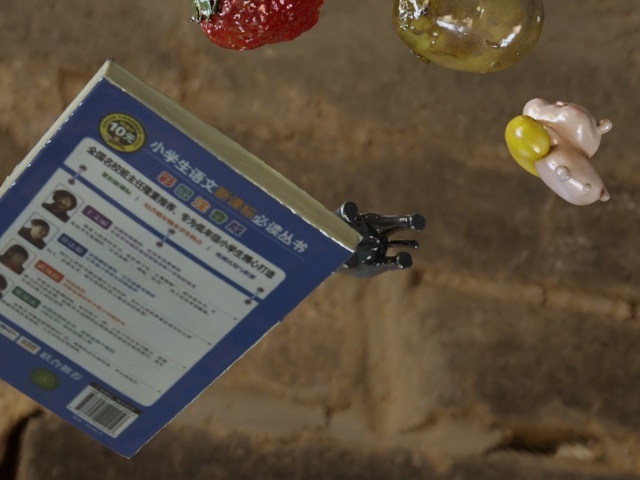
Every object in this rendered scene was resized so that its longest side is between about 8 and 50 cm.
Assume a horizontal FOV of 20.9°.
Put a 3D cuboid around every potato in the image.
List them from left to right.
[{"bbox_3d":[0.172,-0.265,2.023,0.175,0.137,0.137,16,-143,2],"label":"potato"}]

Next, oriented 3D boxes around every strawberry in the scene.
[{"bbox_3d":[-0.065,-0.267,2.037,0.187,0.146,0.082,-9,-99,-39],"label":"strawberry"}]

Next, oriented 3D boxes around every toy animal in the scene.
[{"bbox_3d":[0.003,-0.001,2.061,0.269,0.137,0.082,4,-97,-33],"label":"toy animal"},{"bbox_3d":[0.217,-0.090,1.539,0.091,0.082,0.114,46,179,-43],"label":"toy animal"}]

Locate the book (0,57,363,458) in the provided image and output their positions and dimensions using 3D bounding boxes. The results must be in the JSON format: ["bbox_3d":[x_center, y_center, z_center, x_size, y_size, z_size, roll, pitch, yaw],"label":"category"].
[{"bbox_3d":[-0.200,0.036,1.734,0.300,0.428,0.039,36,-141,-15],"label":"book"}]
